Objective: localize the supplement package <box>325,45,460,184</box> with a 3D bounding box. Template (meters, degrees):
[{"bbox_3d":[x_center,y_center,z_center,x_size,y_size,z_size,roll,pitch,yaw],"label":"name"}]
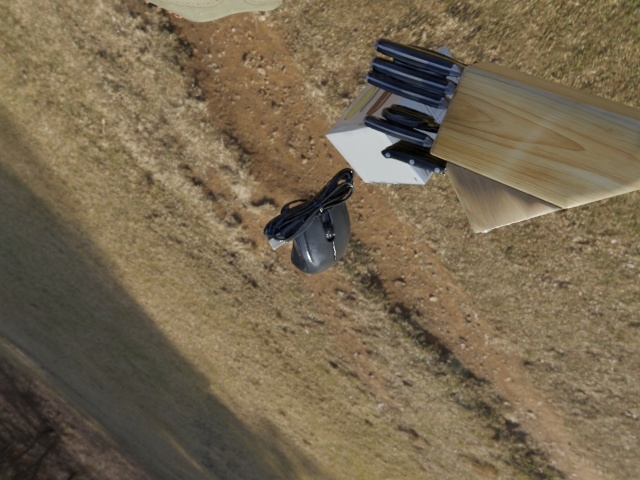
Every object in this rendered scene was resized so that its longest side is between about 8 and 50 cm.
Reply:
[{"bbox_3d":[0.158,-0.236,0.803,0.149,0.203,0.194,44,166,-27],"label":"supplement package"}]

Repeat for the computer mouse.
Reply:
[{"bbox_3d":[0.000,0.000,0.759,0.072,0.188,0.272,47,165,20],"label":"computer mouse"}]

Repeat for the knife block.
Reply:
[{"bbox_3d":[0.189,-0.143,0.424,0.276,0.088,0.242,-18,103,40],"label":"knife block"}]

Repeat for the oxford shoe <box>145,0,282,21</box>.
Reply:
[{"bbox_3d":[-0.196,-0.319,0.493,0.130,0.348,0.123,121,136,-65],"label":"oxford shoe"}]
